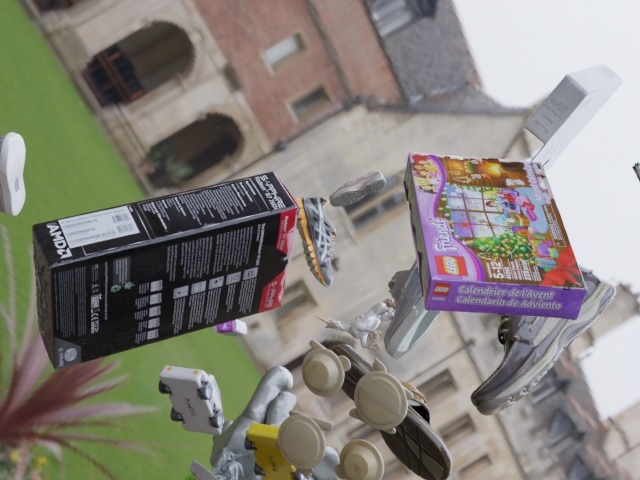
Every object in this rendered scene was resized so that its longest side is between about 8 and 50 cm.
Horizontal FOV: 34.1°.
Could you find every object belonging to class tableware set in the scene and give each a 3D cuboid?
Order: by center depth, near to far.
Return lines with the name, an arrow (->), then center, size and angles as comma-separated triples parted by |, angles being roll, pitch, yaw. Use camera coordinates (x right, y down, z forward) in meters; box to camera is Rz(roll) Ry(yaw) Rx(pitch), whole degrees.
tableware set -> 0.024, 0.199, 1.157 | 0.141, 0.169, 0.020 | 25, 17, 27

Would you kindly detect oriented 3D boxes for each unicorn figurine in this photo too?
unicorn figurine -> 0.087, 0.157, 1.974 | 0.111, 0.161, 0.060 | 30, -46, 50

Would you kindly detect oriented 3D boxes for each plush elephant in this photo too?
plush elephant -> -0.092, 0.480, 2.250 | 0.255, 0.272, 0.330 | 36, 20, -6

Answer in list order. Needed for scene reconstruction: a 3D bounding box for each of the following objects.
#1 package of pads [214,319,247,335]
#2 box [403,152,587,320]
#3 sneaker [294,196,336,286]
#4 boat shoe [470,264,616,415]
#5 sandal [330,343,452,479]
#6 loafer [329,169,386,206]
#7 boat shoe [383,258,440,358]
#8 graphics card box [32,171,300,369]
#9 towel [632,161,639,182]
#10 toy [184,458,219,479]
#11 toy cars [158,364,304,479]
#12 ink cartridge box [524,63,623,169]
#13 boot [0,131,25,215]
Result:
package of pads -> -0.195, 0.189, 2.270 | 0.083, 0.050, 0.032 | 43, 42, -72
box -> 0.227, -0.013, 1.417 | 0.293, 0.200, 0.057 | -94, -171, -53
sneaker -> 0.000, 0.000, 2.374 | 0.084, 0.083, 0.215 | 177, -102, -77
boat shoe -> 0.374, 0.168, 1.863 | 0.130, 0.355, 0.132 | 43, -27, 16
sandal -> 0.096, 0.210, 1.330 | 0.219, 0.060, 0.090 | 45, -35, 28
loafer -> 0.074, -0.109, 2.184 | 0.045, 0.125, 0.039 | 71, -4, -51
boat shoe -> 0.148, 0.073, 1.590 | 0.081, 0.228, 0.079 | 27, -18, 24
graphics card box -> -0.225, 0.043, 1.524 | 0.094, 0.370, 0.233 | 57, -30, 34
towel -> 0.522, -0.042, 1.577 | 0.113, 0.023, 0.152 | 45, 24, -33
toy -> -0.170, 0.538, 2.106 | 0.237, 0.056, 0.137 | 35, -44, 13
toy cars -> -0.160, 0.348, 2.035 | 0.393, 0.176, 0.087 | 38, 47, -20
ink cartridge box -> 0.460, -0.224, 2.026 | 0.060, 0.239, 0.275 | 45, 30, 13
boot -> -0.570, -0.123, 1.829 | 0.086, 0.069, 0.190 | 21, -44, 4
